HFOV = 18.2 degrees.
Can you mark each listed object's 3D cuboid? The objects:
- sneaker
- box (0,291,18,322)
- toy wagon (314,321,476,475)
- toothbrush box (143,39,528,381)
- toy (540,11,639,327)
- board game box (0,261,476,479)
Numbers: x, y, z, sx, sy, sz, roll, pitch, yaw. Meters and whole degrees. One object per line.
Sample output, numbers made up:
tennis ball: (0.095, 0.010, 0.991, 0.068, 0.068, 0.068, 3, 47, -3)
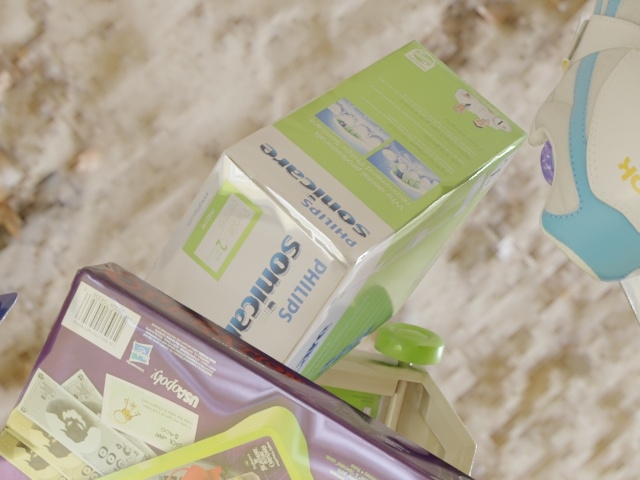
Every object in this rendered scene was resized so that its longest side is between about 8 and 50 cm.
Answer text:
sneaker: (0.131, -0.066, 0.813, 0.092, 0.087, 0.229, -39, -166, 24)
box: (-0.285, 0.078, 1.220, 0.036, 0.225, 0.136, 49, 57, -26)
toy wagon: (-0.048, 0.183, 1.620, 0.344, 0.068, 0.267, 10, 102, -15)
toothbrush box: (0.000, 0.000, 1.433, 0.283, 0.122, 0.206, -38, 165, -54)
toy: (0.200, -0.028, 1.436, 0.056, 0.137, 0.237, -12, 129, 28)
board game box: (-0.013, 0.183, 0.980, 0.208, 0.346, 0.056, -61, 167, 9)
